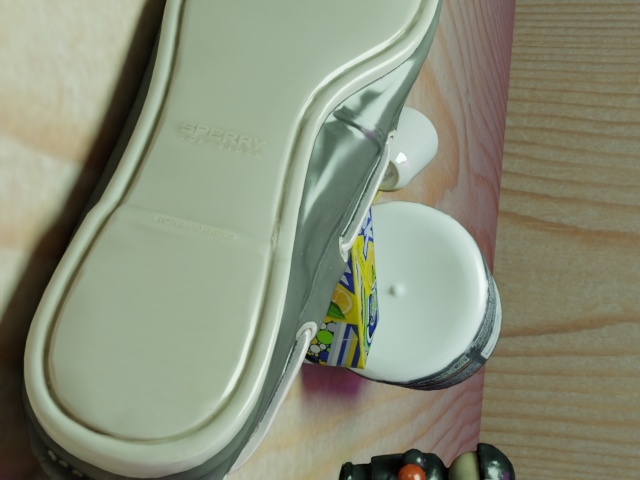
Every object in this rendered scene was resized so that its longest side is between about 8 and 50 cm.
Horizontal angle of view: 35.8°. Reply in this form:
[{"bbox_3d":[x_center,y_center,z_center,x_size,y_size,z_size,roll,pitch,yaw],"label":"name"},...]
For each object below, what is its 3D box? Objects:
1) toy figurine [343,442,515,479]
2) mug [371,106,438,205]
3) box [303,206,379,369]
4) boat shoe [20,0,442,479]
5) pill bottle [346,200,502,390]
[{"bbox_3d":[0.096,0.276,0.797,0.213,0.148,0.209,24,60,-85],"label":"toy figurine"},{"bbox_3d":[0.063,-0.066,0.848,0.064,0.062,0.078,-55,141,-49],"label":"mug"},{"bbox_3d":[0.000,0.000,0.613,0.054,0.059,0.169,-70,159,-49],"label":"box"},{"bbox_3d":[-0.029,-0.035,0.427,0.095,0.112,0.335,105,6,-54],"label":"boat shoe"},{"bbox_3d":[0.078,0.055,0.797,0.246,0.130,0.130,39,56,-73],"label":"pill bottle"}]
